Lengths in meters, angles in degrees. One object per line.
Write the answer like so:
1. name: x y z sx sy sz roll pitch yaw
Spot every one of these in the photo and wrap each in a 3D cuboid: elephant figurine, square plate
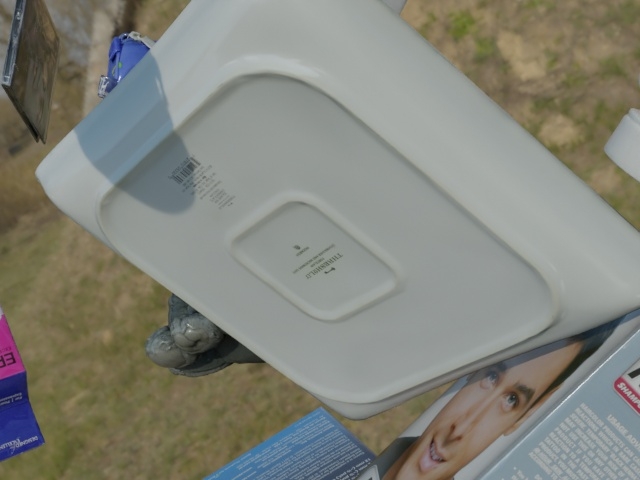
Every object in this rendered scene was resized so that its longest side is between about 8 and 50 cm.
1. elephant figurine: -0.113 0.004 1.073 0.169 0.240 0.186 -19 -26 10
2. square plate: 0.000 0.000 0.722 0.347 0.344 0.049 -33 26 47

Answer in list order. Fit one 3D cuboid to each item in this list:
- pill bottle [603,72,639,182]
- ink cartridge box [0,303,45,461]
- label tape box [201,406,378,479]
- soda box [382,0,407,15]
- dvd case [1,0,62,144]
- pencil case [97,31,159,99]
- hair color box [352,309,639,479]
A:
1. pill bottle: 0.537 -0.226 1.296 0.392 0.224 0.224 -59 2 19
2. ink cartridge box: -0.478 0.103 1.279 0.175 0.371 0.069 -19 -10 -27
3. label tape box: -0.015 0.386 1.431 0.249 0.115 0.347 -29 24 -15
4. soda box: 0.016 -0.341 1.285 0.074 0.216 0.069 -59 41 14
5. dvd case: -0.396 -0.247 1.461 0.018 0.165 0.221 6 -15 -2
6. pencil case: -0.125 -0.199 1.327 0.306 0.133 0.119 -1 42 -13
7. hair color box: 0.121 0.197 0.794 0.374 0.113 0.185 -44 8 5
